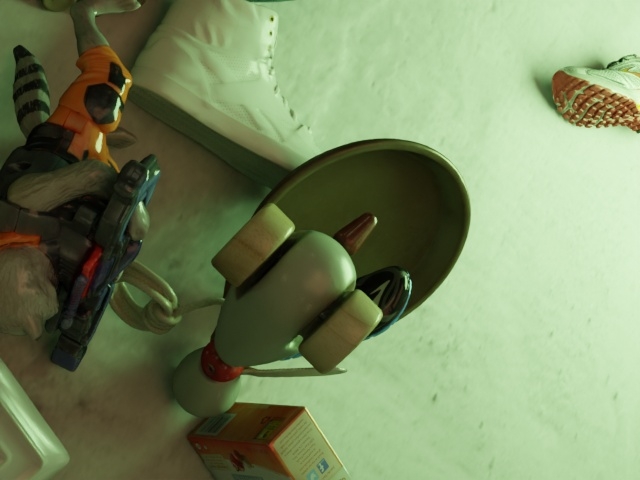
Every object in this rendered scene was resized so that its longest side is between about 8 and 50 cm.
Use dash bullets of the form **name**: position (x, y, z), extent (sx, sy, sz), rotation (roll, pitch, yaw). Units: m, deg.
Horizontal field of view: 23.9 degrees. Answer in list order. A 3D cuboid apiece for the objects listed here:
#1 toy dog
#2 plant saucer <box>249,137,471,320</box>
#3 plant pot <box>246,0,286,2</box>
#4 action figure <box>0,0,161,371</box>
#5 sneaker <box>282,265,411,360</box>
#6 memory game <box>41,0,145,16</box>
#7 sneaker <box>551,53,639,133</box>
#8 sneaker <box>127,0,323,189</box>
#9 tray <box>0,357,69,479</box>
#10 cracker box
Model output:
- **toy dog**: position (-0.043, 0.061, 1.500), extent (0.161, 0.333, 0.220), rotation (-40, 107, -34)
- **plant saucer**: position (0.033, -0.002, 1.654), extent (0.278, 0.041, 0.278), rotation (-15, 132, -17)
- **plant pot**: position (-0.063, -0.428, 1.575), extent (0.271, 0.271, 0.255), rotation (16, 63, -36)
- **action figure**: position (-0.255, -0.028, 1.425), extent (0.178, 0.341, 0.330), rotation (19, 46, -8)
- **sneaker**: position (0.012, 0.072, 1.630), extent (0.188, 0.067, 0.078), rotation (-18, 139, -8)
- **memory game**: position (-0.214, -0.287, 1.500), extent (0.186, 0.186, 0.012), rotation (6, 52, -37)
- **sneaker**: position (0.392, -0.202, 2.018), extent (0.225, 0.088, 0.093), rotation (7, 62, -37)
- **sneaker**: position (-0.058, -0.162, 1.643), extent (0.292, 0.108, 0.169), rotation (34, 70, -30)
- **tray**: position (-0.352, 0.157, 1.401), extent (0.145, 0.030, 0.270), rotation (-38, 118, -17)
- **cracker box**: position (-0.023, 0.281, 1.606), extent (0.067, 0.155, 0.232), rotation (-44, 112, -31)
